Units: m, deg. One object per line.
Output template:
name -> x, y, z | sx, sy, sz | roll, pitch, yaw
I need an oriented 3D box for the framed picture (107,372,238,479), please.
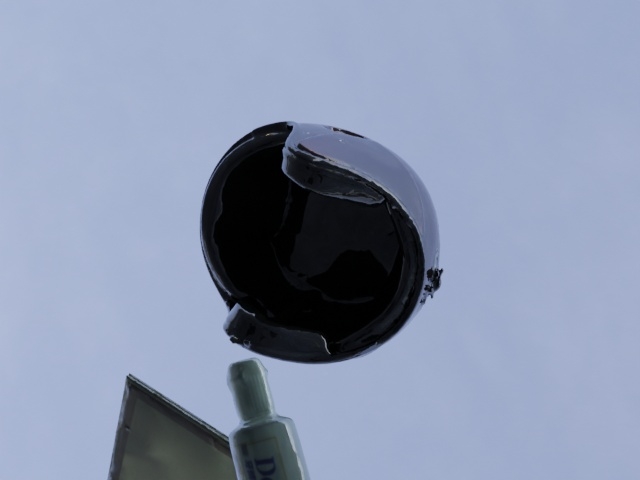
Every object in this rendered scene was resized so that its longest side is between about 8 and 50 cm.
framed picture -> -0.093, 0.234, 1.370 | 0.231, 0.010, 0.173 | 31, -48, 17

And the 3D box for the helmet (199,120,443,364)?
helmet -> 0.000, 0.000, 1.277 | 0.216, 0.193, 0.189 | 27, -73, 28

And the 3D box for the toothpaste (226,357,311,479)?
toothpaste -> -0.013, 0.191, 0.869 | 0.067, 0.037, 0.255 | -22, -101, 39
